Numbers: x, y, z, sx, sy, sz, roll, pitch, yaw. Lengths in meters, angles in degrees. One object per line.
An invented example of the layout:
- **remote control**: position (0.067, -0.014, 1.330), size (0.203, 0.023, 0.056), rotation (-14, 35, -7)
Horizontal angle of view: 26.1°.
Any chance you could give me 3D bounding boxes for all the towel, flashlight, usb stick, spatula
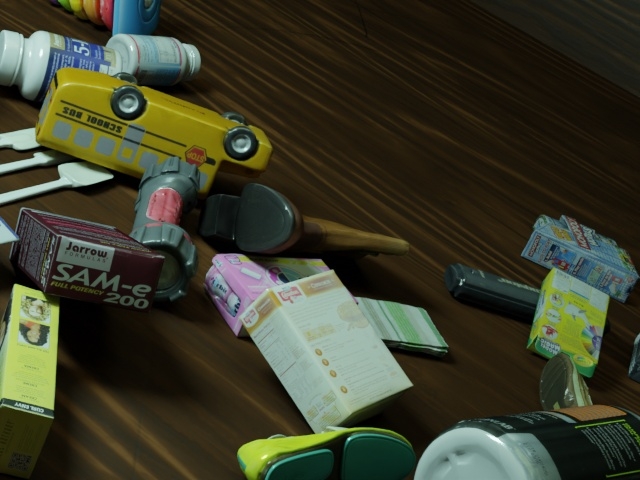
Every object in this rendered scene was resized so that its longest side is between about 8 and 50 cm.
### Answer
- **towel**: position (0.097, 0.122, 1.962), size (0.152, 0.023, 0.113), rotation (10, 26, -24)
- **flashlight**: position (-0.208, -0.025, 1.879), size (0.103, 0.103, 0.304), rotation (19, 26, -8)
- **usb stick**: position (0.328, 0.097, 2.182), size (0.278, 0.045, 0.077), rotation (17, 26, -14)
- **spatula**: position (-0.424, -0.107, 1.951), size (0.168, 0.019, 0.242), rotation (35, 26, 20)

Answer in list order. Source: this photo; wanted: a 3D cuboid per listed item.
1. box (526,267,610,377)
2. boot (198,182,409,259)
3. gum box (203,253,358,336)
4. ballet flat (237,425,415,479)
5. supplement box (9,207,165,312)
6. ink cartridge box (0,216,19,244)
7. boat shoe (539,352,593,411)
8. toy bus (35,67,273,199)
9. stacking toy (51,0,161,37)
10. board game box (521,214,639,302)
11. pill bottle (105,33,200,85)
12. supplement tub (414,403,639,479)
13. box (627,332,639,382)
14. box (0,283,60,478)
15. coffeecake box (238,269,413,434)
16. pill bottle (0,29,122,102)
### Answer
- **box**: position (0.379, 0.132, 2.108), size (0.105, 0.043, 0.179), rotation (27, 42, -3)
- **boot**: position (0.000, 0.000, 1.955), size (0.280, 0.096, 0.264), rotation (13, -11, -27)
- **gum box**: position (-0.058, 0.075, 1.859), size (0.188, 0.062, 0.107), rotation (4, 32, -38)
- **ballet flat**: position (0.004, 0.244, 1.576), size (0.231, 0.077, 0.077), rotation (0, 17, -38)
- **supplement box**: position (-0.285, 0.021, 1.654), size (0.130, 0.073, 0.239), rotation (13, 3, -23)
- **ink cartridge box**: position (-0.577, -0.055, 1.614), size (0.324, 0.071, 0.330), rotation (43, 28, 21)
- **boat shoe**: position (0.355, 0.236, 1.921), size (0.072, 0.068, 0.190), rotation (29, 32, -19)
- **toy bus**: position (-0.245, -0.158, 2.054), size (0.333, 0.130, 0.108), rotation (19, 14, -18)
- **stacking toy**: position (-0.450, -0.480, 2.554), size (0.302, 0.165, 0.175), rotation (15, 26, 15)
- **board game box**: position (0.445, 0.012, 2.439), size (0.194, 0.060, 0.194), rotation (19, 25, -12)
- **pill bottle**: position (-0.290, -0.313, 2.398), size (0.160, 0.087, 0.087), rotation (-3, 36, -46)
- **supplement tub**: position (0.275, 0.289, 1.575), size (0.316, 0.193, 0.193), rotation (0, 34, -41)
- **box**: position (0.631, 0.184, 2.163), size (0.247, 0.142, 0.163), rotation (28, 25, 7)
- **box**: position (-0.319, 0.145, 1.465), size (0.058, 0.087, 0.232), rotation (17, 24, -18)
- **coffeecake box**: position (0.007, 0.139, 1.717), size (0.142, 0.068, 0.185), rotation (-14, 65, -53)
- **pill bottle**: position (-0.416, -0.267, 2.166), size (0.187, 0.112, 0.112), rotation (12, 27, -25)
